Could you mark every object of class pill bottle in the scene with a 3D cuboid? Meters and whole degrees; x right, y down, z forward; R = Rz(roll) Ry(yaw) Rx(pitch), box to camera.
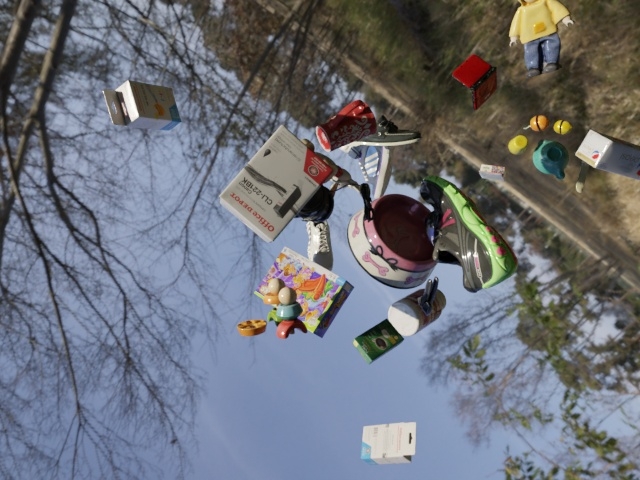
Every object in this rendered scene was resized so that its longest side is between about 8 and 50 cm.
[{"bbox_3d":[0.446,-0.020,1.820,0.123,0.122,0.219,27,-158,-23],"label":"pill bottle"},{"bbox_3d":[0.461,0.319,2.402,0.169,0.169,0.302,45,-143,22],"label":"pill bottle"}]

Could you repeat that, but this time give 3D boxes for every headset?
[{"bbox_3d":[-0.028,-0.107,1.685,0.243,0.394,0.185,27,-129,-75],"label":"headset"}]

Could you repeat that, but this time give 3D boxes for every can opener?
[{"bbox_3d":[0.391,0.188,1.836,0.059,0.186,0.073,-23,-128,-23],"label":"can opener"}]

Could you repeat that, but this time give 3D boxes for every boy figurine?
[{"bbox_3d":[0.634,-0.626,1.489,0.092,0.177,0.285,-34,-65,-53],"label":"boy figurine"}]

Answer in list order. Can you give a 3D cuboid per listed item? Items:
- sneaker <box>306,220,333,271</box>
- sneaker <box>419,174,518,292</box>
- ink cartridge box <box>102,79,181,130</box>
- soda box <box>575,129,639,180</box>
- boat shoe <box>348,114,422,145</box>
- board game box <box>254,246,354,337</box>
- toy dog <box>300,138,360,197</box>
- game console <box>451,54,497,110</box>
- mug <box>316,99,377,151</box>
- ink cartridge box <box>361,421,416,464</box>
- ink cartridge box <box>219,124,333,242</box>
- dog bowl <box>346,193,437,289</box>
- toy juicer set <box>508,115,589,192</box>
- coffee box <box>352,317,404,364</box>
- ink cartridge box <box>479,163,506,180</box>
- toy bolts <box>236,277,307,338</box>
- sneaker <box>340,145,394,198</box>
[{"bbox_3d":[0.000,0.000,2.250,0.110,0.118,0.292,-3,-119,-15],"label":"sneaker"},{"bbox_3d":[0.406,-0.035,1.605,0.185,0.202,0.482,31,-156,-35],"label":"sneaker"},{"bbox_3d":[-0.467,-0.356,1.366,0.181,0.062,0.104,-11,-98,-56],"label":"ink cartridge box"},{"bbox_3d":[0.714,-0.194,1.216,0.216,0.069,0.074,10,-151,-24],"label":"soda box"},{"bbox_3d":[0.226,-0.426,1.994,0.340,0.113,0.127,7,-160,34],"label":"boat shoe"},{"bbox_3d":[-0.069,0.197,2.040,0.347,0.233,0.078,27,170,37],"label":"board game box"},{"bbox_3d":[-0.001,-0.224,1.878,0.334,0.161,0.220,33,-164,-43],"label":"toy dog"},{"bbox_3d":[0.503,-0.515,1.683,0.085,0.144,0.124,24,147,38],"label":"game console"},{"bbox_3d":[0.075,-0.373,1.644,0.113,0.169,0.150,45,158,48],"label":"mug"},{"bbox_3d":[0.219,0.620,1.577,0.060,0.180,0.104,51,-144,-36],"label":"ink cartridge box"},{"bbox_3d":[-0.128,-0.155,1.467,0.197,0.273,0.114,41,173,-7],"label":"ink cartridge box"},{"bbox_3d":[0.323,-0.015,2.102,0.408,0.150,0.407,13,-126,-18],"label":"dog bowl"},{"bbox_3d":[0.924,-0.354,2.015,0.329,0.209,0.089,37,179,10],"label":"toy juicer set"},{"bbox_3d":[0.225,0.393,2.022,0.184,0.040,0.113,-26,-115,-32],"label":"coffee box"},{"bbox_3d":[0.467,-0.187,1.401,0.063,0.029,0.115,12,-179,23],"label":"ink cartridge box"},{"bbox_3d":[-0.158,0.223,1.712,0.218,0.158,0.228,-11,-169,-33],"label":"toy bolts"},{"bbox_3d":[0.192,-0.355,2.281,0.236,0.322,0.130,16,-150,18],"label":"sneaker"}]
